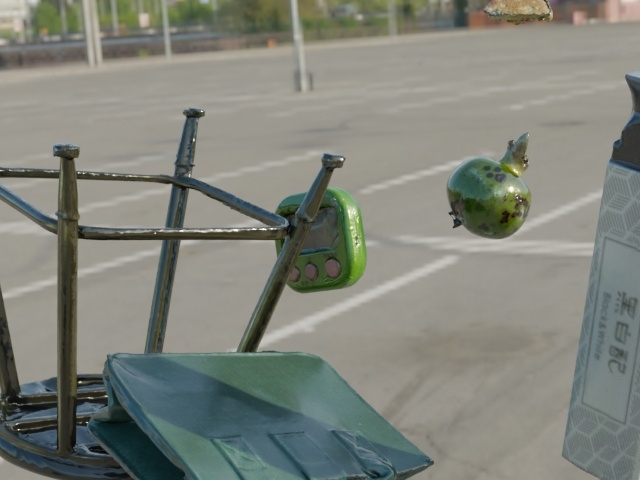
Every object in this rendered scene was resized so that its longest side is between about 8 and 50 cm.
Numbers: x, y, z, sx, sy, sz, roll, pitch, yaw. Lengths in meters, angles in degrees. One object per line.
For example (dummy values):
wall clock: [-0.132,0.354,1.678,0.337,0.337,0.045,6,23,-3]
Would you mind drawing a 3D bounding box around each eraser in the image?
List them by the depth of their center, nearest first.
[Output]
eraser: [0.315,0.041,1.155,0.096,0.404,0.098,23,29,39]

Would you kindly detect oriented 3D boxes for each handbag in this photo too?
handbag: [-0.063,0.211,1.282,0.326,0.089,0.238,6,23,-43]

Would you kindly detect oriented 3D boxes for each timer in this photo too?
timer: [0.000,0.000,1.533,0.047,0.128,0.140,-6,-2,-44]

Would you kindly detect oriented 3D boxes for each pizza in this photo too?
pizza: [0.215,-0.261,1.368,0.078,0.025,0.083,-16,45,-15]

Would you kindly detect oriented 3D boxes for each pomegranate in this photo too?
pomegranate: [0.236,-0.074,1.627,0.122,0.161,0.122,34,5,-4]

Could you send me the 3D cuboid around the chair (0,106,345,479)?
chair: [-0.241,0.057,1.489,0.364,0.410,0.362,-1,15,-36]
